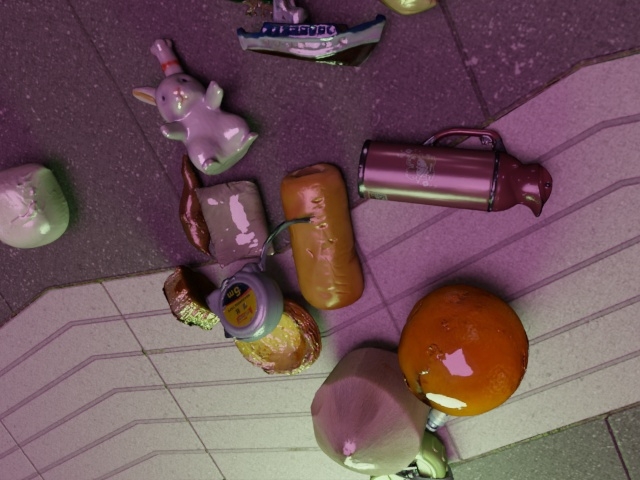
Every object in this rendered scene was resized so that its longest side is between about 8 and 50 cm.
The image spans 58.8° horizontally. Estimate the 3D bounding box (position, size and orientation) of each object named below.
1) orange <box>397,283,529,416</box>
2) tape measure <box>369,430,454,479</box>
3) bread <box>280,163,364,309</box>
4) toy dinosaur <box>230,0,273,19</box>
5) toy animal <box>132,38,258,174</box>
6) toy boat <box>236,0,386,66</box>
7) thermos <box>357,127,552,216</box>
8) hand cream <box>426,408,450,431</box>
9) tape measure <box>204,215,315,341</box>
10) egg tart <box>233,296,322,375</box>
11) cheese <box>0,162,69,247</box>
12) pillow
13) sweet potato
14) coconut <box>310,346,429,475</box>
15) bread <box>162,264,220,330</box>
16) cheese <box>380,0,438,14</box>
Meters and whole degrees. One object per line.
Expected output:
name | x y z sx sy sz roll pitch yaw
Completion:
orange | 0.264 0.205 1.075 0.246 0.246 0.246 7 115 15
tape measure | 0.205 0.516 1.309 0.200 0.106 0.175 -4 115 17
bread | 0.000 0.000 1.156 0.142 0.091 0.305 -7 112 14
toy dinosaur | -0.119 -0.440 1.035 0.120 0.029 0.060 16 102 16
toy animal | -0.255 -0.254 1.089 0.140 0.138 0.282 -40 104 -8
toy boat | -0.019 -0.372 0.980 0.262 0.114 0.115 12 111 10
thermos | 0.242 -0.123 1.023 0.330 0.136 0.109 8 143 14
hand cream | 0.286 0.352 1.249 0.065 0.043 0.170 27 114 -2
tape measure | -0.091 0.080 1.148 0.330 0.084 0.164 -38 74 24
egg tart | -0.093 0.207 1.275 0.213 0.090 0.212 7 113 16
cheese | -0.675 -0.074 1.294 0.198 0.154 0.189 -15 108 11
pillow | -0.178 -0.042 1.199 0.134 0.078 0.181 -11 107 18
sweet potato | -0.277 -0.072 1.227 0.068 0.068 0.226 -7 101 20
coconut | 0.100 0.363 1.185 0.237 0.266 0.237 12 122 19
bread | -0.282 0.131 1.280 0.069 0.140 0.128 -44 138 12
cheese | 0.138 -0.480 0.884 0.214 0.117 0.226 -42 92 22
